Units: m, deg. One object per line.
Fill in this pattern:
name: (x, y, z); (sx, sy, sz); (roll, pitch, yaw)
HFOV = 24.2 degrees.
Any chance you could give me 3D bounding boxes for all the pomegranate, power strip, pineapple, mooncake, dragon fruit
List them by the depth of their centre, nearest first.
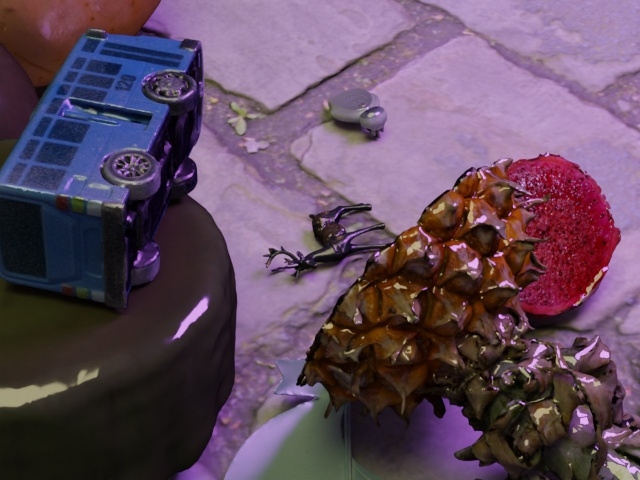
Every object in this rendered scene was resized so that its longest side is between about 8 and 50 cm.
pineapple: (0.160, 0.109, 1.194); (0.272, 0.262, 0.262); (42, 59, 12)
mooncake: (-0.246, 0.080, 1.272); (0.357, 0.194, 0.356); (3, 42, -3)
dragon fruit: (0.183, 0.001, 1.385); (0.153, 0.153, 0.111); (-24, 4, -18)
power strip: (0.042, -0.134, 1.584); (0.055, 0.035, 0.083); (-26, 34, -20)
pomegranate: (-0.330, -0.332, 1.614); (0.338, 0.338, 0.338); (-3, 44, 3)

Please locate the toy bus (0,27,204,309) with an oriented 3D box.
toy bus: (-0.175, -0.068, 1.214); (0.134, 0.116, 0.234); (10, 42, 7)

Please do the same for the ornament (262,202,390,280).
ornament: (0.000, 0.000, 1.447); (0.125, 0.028, 0.073); (-20, 46, -16)

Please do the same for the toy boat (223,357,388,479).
toy boat: (0.012, 0.213, 1.201); (0.210, 0.070, 0.291); (19, 43, 14)

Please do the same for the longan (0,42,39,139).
longan: (-0.406, -0.111, 1.461); (0.300, 0.243, 0.300); (15, 13, -4)
